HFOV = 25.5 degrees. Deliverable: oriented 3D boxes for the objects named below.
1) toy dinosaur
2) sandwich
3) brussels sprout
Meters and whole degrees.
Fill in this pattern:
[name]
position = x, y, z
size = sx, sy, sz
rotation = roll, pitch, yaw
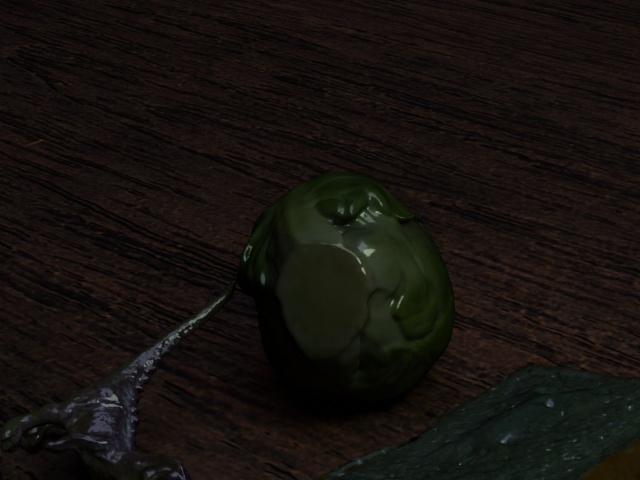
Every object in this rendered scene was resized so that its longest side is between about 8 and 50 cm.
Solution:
[toy dinosaur]
position = -0.180, 0.151, 1.289
size = 0.199, 0.072, 0.251
rotation = -7, 35, 10
[sandwich]
position = 0.159, 0.194, 1.123
size = 0.301, 0.099, 0.271
rotation = -22, 8, -33
[brussels sprout]
position = 0.025, 0.044, 1.361
size = 0.244, 0.244, 0.244
rotation = -1, 28, 0
